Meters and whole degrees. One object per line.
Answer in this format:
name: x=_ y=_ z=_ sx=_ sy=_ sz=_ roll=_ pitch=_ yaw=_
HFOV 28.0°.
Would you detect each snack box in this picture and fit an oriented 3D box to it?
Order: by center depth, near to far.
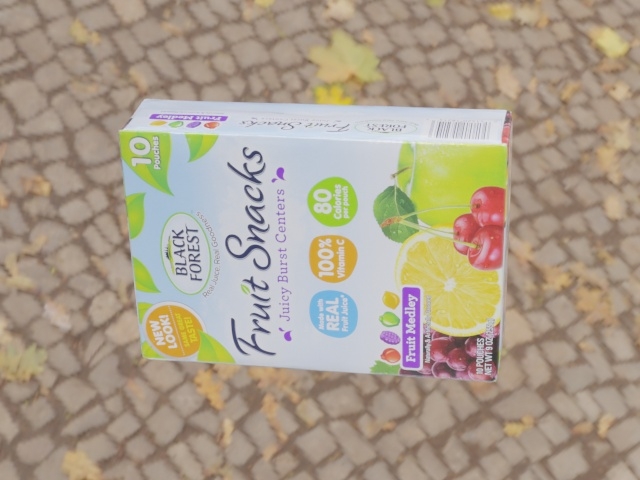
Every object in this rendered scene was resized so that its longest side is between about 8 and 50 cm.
snack box: x=0.000 y=0.000 z=0.489 sx=0.141 sy=0.100 sz=0.037 roll=3 pitch=26 yaw=10
